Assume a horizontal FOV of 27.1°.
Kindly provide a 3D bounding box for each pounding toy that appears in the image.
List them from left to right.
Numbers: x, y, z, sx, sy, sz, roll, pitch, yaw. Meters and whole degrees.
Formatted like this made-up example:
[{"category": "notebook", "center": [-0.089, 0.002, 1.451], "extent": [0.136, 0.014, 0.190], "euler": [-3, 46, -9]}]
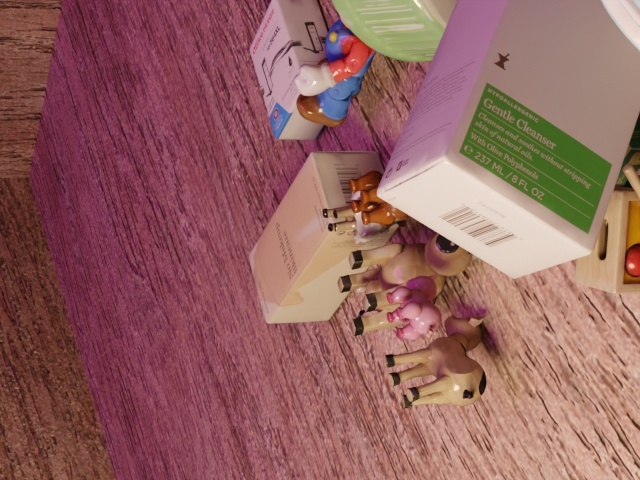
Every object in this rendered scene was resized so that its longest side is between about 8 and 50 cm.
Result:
[{"category": "pounding toy", "center": [0.343, -0.016, 1.424], "extent": [0.100, 0.130, 0.141], "euler": [19, 108, 63]}]

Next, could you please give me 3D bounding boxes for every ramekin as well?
[{"category": "ramekin", "center": [0.162, -0.365, 1.606], "extent": [0.148, 0.303, 0.303], "euler": [16, 106, 56]}]

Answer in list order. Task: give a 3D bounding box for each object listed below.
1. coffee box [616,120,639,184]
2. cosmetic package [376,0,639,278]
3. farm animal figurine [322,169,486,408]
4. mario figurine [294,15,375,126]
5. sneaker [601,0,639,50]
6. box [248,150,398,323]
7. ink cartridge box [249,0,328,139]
[{"category": "coffee box", "center": [0.312, -0.139, 1.572], "extent": [0.184, 0.040, 0.113], "euler": [66, 145, 30]}, {"category": "cosmetic package", "center": [0.227, -0.170, 1.413], "extent": [0.155, 0.197, 0.366], "euler": [-26, 38, 63]}, {"category": "farm animal figurine", "center": [0.141, 0.063, 1.835], "extent": [0.327, 0.172, 0.330], "euler": [155, 104, -75]}, {"category": "mario figurine", "center": [0.036, -0.329, 2.009], "extent": [0.320, 0.170, 0.198], "euler": [120, 142, -50]}, {"category": "sneaker", "center": [0.412, -0.208, 1.166], "extent": [0.208, 0.319, 0.127], "euler": [-52, 1, 44]}, {"category": "box", "center": [0.000, 0.000, 2.151], "extent": [0.311, 0.121, 0.148], "euler": [-57, 43, 49]}, {"category": "ink cartridge box", "center": [-0.042, -0.295, 2.264], "extent": [0.148, 0.085, 0.203], "euler": [-58, 42, 49]}]
